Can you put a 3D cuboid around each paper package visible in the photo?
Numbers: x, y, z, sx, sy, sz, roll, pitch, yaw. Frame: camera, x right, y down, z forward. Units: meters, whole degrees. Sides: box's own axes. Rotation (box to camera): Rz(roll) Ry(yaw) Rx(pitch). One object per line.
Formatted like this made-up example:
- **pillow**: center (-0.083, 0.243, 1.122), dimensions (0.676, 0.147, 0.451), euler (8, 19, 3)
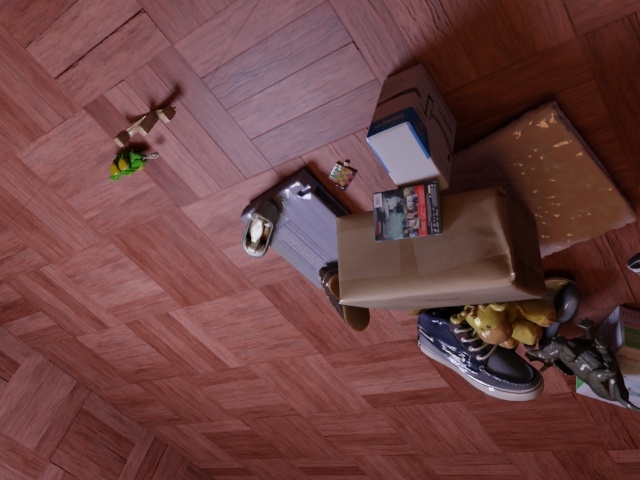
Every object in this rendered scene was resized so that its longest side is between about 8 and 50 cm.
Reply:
- **paper package**: center (0.233, 0.036, 1.058), dimensions (0.324, 0.168, 0.309), euler (-10, 165, 30)

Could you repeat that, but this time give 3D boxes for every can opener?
- **can opener**: center (0.541, 0.186, 1.320), dimensions (0.074, 0.093, 0.280), euler (9, 142, 12)

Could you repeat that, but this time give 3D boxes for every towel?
- **towel**: center (0.398, -0.087, 1.112), dimensions (0.317, 0.053, 0.331), euler (40, 136, -22)

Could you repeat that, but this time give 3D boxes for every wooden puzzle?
- **wooden puzzle**: center (0.048, -0.144, 1.226), dimensions (0.049, 0.006, 0.083), euler (26, 138, -6)

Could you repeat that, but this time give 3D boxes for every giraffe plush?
- **giraffe plush**: center (0.388, 0.158, 1.224), dimensions (0.210, 0.170, 0.181), euler (42, 120, 20)

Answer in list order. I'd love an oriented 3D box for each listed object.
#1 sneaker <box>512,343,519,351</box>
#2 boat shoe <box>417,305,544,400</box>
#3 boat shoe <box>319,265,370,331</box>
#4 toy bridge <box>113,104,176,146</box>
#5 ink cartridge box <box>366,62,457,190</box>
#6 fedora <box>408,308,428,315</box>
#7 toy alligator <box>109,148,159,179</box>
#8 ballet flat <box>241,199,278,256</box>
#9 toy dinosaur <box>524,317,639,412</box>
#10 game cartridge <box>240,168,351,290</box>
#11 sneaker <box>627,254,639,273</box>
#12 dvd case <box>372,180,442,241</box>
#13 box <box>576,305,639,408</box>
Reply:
- **sneaker**: center (0.450, 0.263, 1.454), dimensions (0.170, 0.071, 0.068), euler (-11, 109, 50)
- **boat shoe**: center (0.377, 0.256, 1.359), dimensions (0.340, 0.127, 0.158), euler (20, 139, 38)
- **boat shoe**: center (0.061, 0.144, 1.403), dimensions (0.073, 0.073, 0.207), euler (31, 154, 52)
- **toy bridge**: center (-0.382, -0.261, 1.231), dimensions (0.188, 0.063, 0.026), euler (-15, 128, 35)
- **ink cartridge box**: center (0.167, -0.194, 0.980), dimensions (0.085, 0.203, 0.148), euler (-19, 126, 33)
- **fedora**: center (0.267, 0.098, 1.311), dimensions (0.079, 0.194, 0.194), euler (54, 141, 18)
- **toy alligator**: center (-0.455, -0.197, 1.342), dimensions (0.189, 0.056, 0.051), euler (-19, 85, 36)
- **ballet flat**: center (-0.154, -0.009, 1.317), dimensions (0.072, 0.068, 0.213), euler (22, 138, -2)
- **toy dinosaur**: center (0.607, 0.279, 1.228), dimensions (0.313, 0.121, 0.160), euler (31, 157, 51)
- **game cartridge**: center (0.000, 0.000, 1.360), dimensions (0.355, 0.068, 0.230), euler (43, 138, -23)
- **sneaker**: center (0.697, 0.042, 1.145), dimensions (0.109, 0.040, 0.043), euler (-17, 143, 39)
- **dvd case**: center (0.144, -0.046, 0.933), dimensions (0.119, 0.087, 0.013), euler (-8, 171, 31)
- **box**: center (0.780, 0.293, 1.306), dimensions (0.261, 0.127, 0.231), euler (17, 140, 6)
